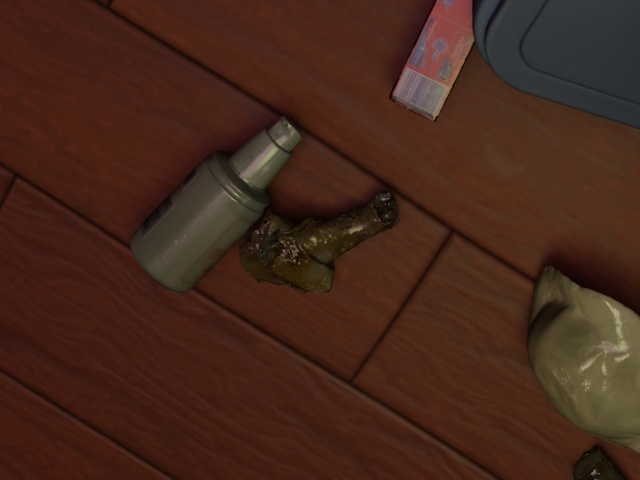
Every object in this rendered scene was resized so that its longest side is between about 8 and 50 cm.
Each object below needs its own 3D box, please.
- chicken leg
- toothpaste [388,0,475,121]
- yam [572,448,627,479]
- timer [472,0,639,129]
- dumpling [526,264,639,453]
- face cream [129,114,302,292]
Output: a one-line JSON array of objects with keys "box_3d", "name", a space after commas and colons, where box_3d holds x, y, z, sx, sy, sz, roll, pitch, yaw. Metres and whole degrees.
[{"box_3d": [0.000, 0.005, 1.360, 0.196, 0.080, 0.125, -8, 137, -7], "name": "chicken leg"}, {"box_3d": [0.173, -0.292, 1.260, 0.066, 0.076, 0.320, 27, 108, 2], "name": "toothpaste"}, {"box_3d": [0.404, 0.369, 1.402, 0.061, 0.061, 0.253, -38, 95, 16], "name": "yam"}, {"box_3d": [0.364, -0.286, 1.100, 0.395, 0.173, 0.395, 4, 140, 3], "name": "timer"}, {"box_3d": [0.325, 0.141, 1.309, 0.132, 0.162, 0.250, -28, 92, -23], "name": "dumpling"}, {"box_3d": [-0.115, -0.053, 1.357, 0.101, 0.101, 0.252, 45, 106, -4], "name": "face cream"}]
